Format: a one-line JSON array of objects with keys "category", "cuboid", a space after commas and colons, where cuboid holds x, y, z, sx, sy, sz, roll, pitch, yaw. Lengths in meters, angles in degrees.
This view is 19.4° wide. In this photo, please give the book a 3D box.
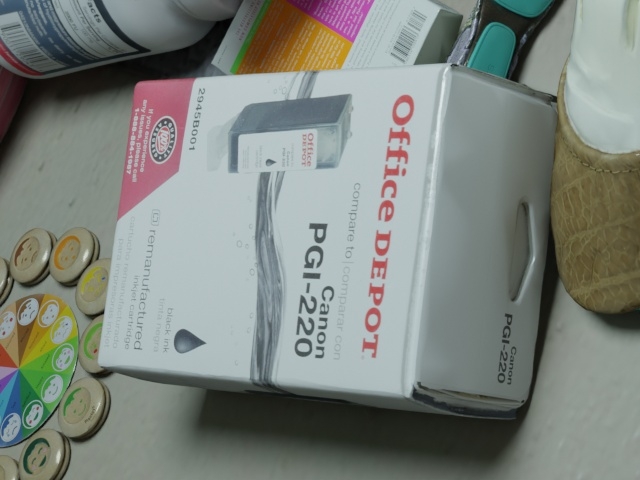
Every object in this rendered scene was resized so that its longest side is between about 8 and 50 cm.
[{"category": "book", "cuboid": [0.008, -0.108, 1.027, 0.144, 0.035, 0.096, 40, 110, 45]}]

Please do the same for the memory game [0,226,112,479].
[{"category": "memory game", "cuboid": [-0.183, 0.075, 1.130, 0.186, 0.012, 0.186, -21, 55, 33]}]

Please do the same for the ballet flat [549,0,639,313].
[{"category": "ballet flat", "cuboid": [0.188, -0.128, 0.823, 0.342, 0.124, 0.116, -53, 45, 7]}]

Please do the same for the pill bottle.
[{"category": "pill bottle", "cuboid": [-0.119, -0.162, 1.133, 0.180, 0.108, 0.108, -7, 63, 38]}]

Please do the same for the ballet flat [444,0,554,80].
[{"category": "ballet flat", "cuboid": [0.092, -0.115, 0.969, 0.041, 0.041, 0.114, 21, 81, 46]}]

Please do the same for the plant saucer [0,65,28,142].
[{"category": "plant saucer", "cuboid": [-0.309, -0.117, 1.300, 0.332, 0.084, 0.332, -22, 54, 33]}]

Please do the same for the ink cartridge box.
[{"category": "ink cartridge box", "cuboid": [0.000, 0.000, 0.929, 0.218, 0.092, 0.159, 2, 82, 41]}]
